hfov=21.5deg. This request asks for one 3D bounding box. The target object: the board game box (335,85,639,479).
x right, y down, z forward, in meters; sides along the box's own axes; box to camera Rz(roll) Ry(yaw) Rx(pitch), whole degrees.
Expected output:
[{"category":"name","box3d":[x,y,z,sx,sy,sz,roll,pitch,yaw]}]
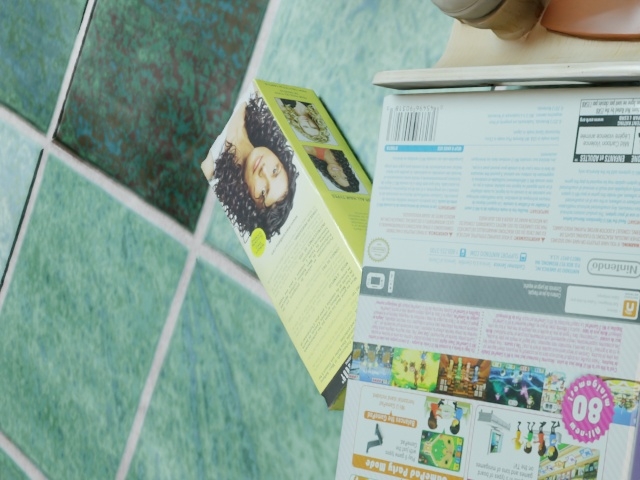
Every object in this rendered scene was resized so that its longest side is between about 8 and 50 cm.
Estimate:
[{"category":"board game box","box3d":[0.121,0.073,0.924,0.224,0.097,0.303,5,85,51]}]

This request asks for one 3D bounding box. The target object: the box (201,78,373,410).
[{"category":"box","box3d":[0.000,0.000,1.110,0.087,0.058,0.232,-58,45,30]}]

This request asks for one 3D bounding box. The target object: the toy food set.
[{"category":"toy food set","box3d":[0.147,-0.225,0.926,0.220,0.092,0.306,4,75,50]}]
